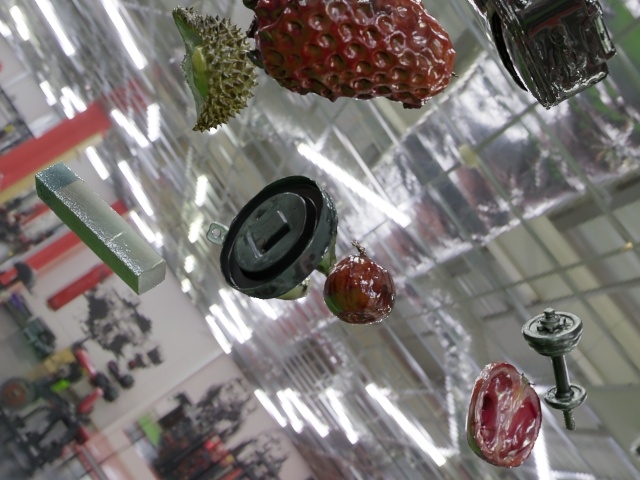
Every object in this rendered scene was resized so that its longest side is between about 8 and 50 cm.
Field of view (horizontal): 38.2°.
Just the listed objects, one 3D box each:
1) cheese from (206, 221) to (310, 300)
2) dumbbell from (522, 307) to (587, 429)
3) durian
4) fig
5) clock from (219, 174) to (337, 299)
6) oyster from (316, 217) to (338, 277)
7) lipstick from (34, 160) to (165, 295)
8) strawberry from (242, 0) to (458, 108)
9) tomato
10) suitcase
[{"bbox_3d":[-0.142,0.049,2.106,0.071,0.249,0.163,-61,157,-66],"label":"cheese"},{"bbox_3d":[0.447,0.241,1.722,0.110,0.110,0.254,26,-45,64],"label":"dumbbell"},{"bbox_3d":[-0.242,-0.409,2.103,0.166,0.172,0.306,-27,-101,36],"label":"durian"},{"bbox_3d":[0.073,0.081,1.589,0.128,0.150,0.128,14,-55,21],"label":"fig"},{"bbox_3d":[-0.071,-0.005,1.536,0.049,0.226,0.226,41,-3,-35],"label":"clock"},{"bbox_3d":[0.000,0.000,1.765,0.146,0.045,0.121,53,-46,4],"label":"oyster"},{"bbox_3d":[-0.418,-0.025,1.744,0.317,0.068,0.066,41,-36,22],"label":"lipstick"},{"bbox_3d":[0.035,-0.298,1.259,0.280,0.253,0.150,54,-17,15],"label":"strawberry"},{"bbox_3d":[0.313,0.317,1.686,0.189,0.173,0.099,46,-25,-25],"label":"tomato"},{"bbox_3d":[0.384,-0.467,1.758,0.283,0.194,0.434,47,19,-48],"label":"suitcase"}]
